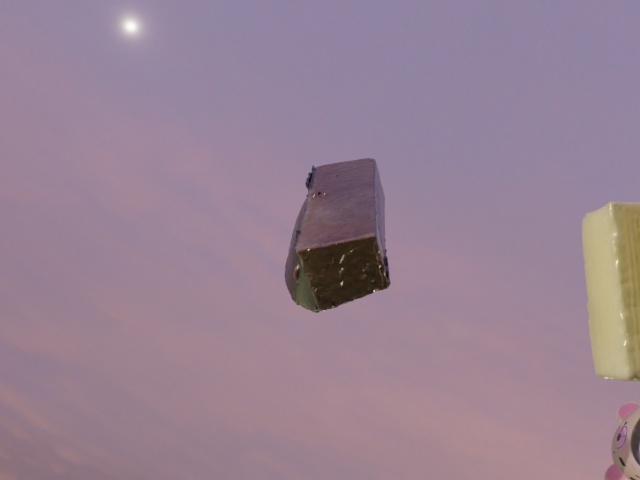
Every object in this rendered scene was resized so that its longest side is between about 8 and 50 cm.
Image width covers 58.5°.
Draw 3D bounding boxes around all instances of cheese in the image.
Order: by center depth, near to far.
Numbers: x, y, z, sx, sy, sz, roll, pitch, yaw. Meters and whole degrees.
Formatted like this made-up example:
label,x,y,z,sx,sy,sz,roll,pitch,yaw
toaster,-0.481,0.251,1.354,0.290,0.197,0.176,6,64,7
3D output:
label,x,y,z,sx,sy,sz,roll,pitch,yaw
cheese,0.543,0.082,0.875,0.242,0.266,0.124,1,-14,5

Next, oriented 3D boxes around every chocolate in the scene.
label,x,y,z,sx,sy,sz,roll,pitch,yaw
chocolate,0.041,-0.031,0.853,0.111,0.321,0.112,-15,-66,11

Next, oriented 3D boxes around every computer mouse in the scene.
label,x,y,z,sx,sy,sz,roll,pitch,yaw
computer mouse,-0.004,-0.002,1.158,0.087,0.168,0.295,18,-77,-39

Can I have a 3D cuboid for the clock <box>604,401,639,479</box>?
label,x,y,z,sx,sy,sz,roll,pitch,yaw
clock,0.769,0.440,1.209,0.114,0.284,0.309,42,-36,-14
